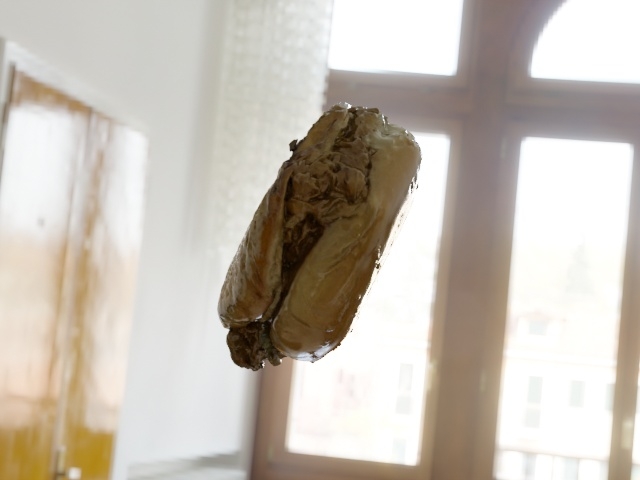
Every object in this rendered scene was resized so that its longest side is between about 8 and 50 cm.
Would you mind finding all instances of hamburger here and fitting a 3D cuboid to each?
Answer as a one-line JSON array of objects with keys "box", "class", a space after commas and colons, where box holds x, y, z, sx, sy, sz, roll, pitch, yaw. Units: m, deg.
[{"box": [0.000, 0.000, 0.763, 0.083, 0.138, 0.147, 29, -47, 6], "class": "hamburger"}]
